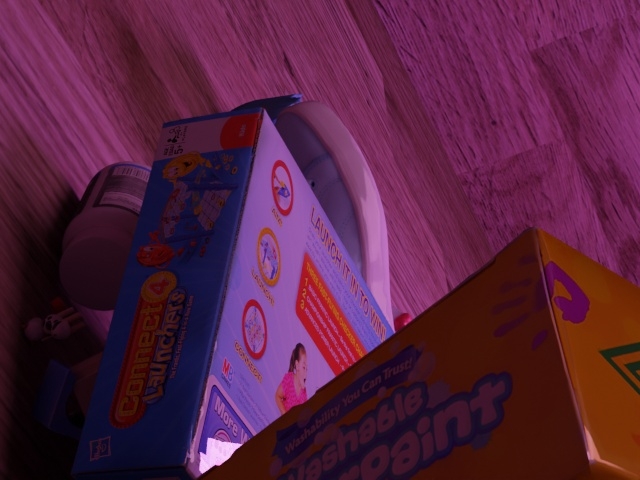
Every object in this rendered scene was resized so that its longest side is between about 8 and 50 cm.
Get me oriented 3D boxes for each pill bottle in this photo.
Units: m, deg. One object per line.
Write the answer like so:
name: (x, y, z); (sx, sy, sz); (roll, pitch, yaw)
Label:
pill bottle: (-0.164, -0.003, 1.263); (0.137, 0.078, 0.078); (-80, 148, -63)

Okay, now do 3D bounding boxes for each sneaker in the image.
sneaker: (-0.019, 0.034, 1.616); (0.150, 0.135, 0.366); (-6, 80, -34)

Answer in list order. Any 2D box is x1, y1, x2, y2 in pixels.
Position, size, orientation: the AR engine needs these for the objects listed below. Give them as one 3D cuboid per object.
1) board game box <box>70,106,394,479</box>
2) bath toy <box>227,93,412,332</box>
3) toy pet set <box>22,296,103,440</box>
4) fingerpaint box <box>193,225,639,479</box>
board game box: (-0.047, 0.114, 1.177); (0.308, 0.086, 0.302); (60, 31, -46)
bath toy: (0.000, 0.000, 1.809); (0.151, 0.129, 0.348); (-42, 116, -39)
toy pet set: (-0.179, 0.115, 1.127); (0.114, 0.065, 0.122); (15, -51, 63)
fingerpaint box: (0.106, 0.237, 0.978); (0.371, 0.445, 0.163); (29, 37, -33)
